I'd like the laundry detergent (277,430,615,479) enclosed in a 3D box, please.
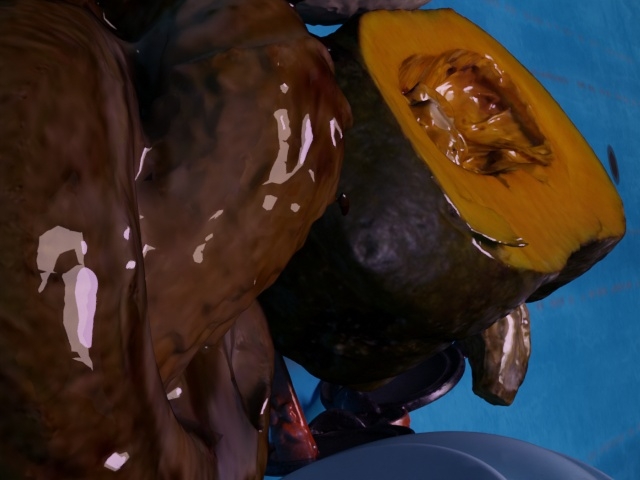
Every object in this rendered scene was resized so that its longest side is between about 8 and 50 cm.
[{"bbox_3d":[0.065,0.265,0.740,0.287,0.287,0.305,-72,144,-51],"label":"laundry detergent"}]

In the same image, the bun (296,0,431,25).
[{"bbox_3d":[-0.001,-0.240,0.932,0.153,0.244,0.244,135,-54,-77],"label":"bun"}]

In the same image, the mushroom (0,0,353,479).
[{"bbox_3d":[-0.096,0.010,0.614,0.283,0.195,0.263,-68,151,-28],"label":"mushroom"}]

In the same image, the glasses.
[{"bbox_3d":[0.000,0.000,0.951,0.234,0.118,0.268,-39,114,-64],"label":"glasses"}]

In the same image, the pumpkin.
[{"bbox_3d":[0.068,-0.013,0.897,0.222,0.139,0.317,56,22,9],"label":"pumpkin"}]
